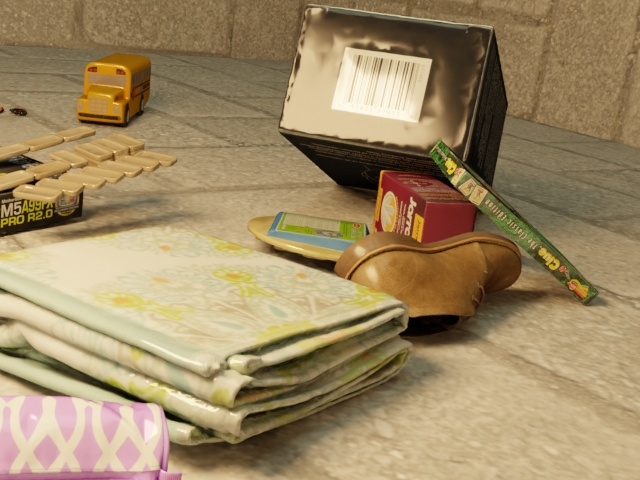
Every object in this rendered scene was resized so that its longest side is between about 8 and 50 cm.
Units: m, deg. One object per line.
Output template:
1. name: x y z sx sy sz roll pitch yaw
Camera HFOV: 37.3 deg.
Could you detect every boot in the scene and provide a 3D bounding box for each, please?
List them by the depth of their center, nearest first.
1. boot: 0.154 0.060 1.129 0.305 0.112 0.115 -2 48 -45

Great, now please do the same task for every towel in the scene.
1. towel: -0.134 0.075 0.913 0.374 0.090 0.320 17 15 32

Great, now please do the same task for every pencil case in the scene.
1. pencil case: -0.200 0.145 0.619 0.206 0.087 0.088 1 2 -19

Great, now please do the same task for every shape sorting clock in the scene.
1. shape sorting clock: 0.000 0.000 1.313 0.206 0.040 0.206 7 12 -2

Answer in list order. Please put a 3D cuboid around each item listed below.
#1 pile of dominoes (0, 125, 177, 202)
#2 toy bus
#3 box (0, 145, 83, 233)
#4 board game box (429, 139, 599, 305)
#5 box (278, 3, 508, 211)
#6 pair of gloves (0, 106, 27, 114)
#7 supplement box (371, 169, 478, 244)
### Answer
1. pile of dominoes: -0.346 -0.093 1.298 0.196 0.040 0.251 23 31 33
2. toy bus: -0.469 -0.349 2.173 0.108 0.130 0.333 7 15 -2
3. box: -0.495 -0.079 1.300 0.270 0.060 0.216 20 21 31
4. board game box: 0.254 -0.024 1.255 0.259 0.030 0.136 40 10 -20
5. box: 0.139 -0.206 1.567 0.293 0.212 0.395 11 -6 15
6. pair of gloves: -0.684 -0.284 2.068 0.083 0.010 0.074 4 14 -20
7. supplement box: 0.147 -0.029 1.368 0.080 0.104 0.188 2 16 -18
